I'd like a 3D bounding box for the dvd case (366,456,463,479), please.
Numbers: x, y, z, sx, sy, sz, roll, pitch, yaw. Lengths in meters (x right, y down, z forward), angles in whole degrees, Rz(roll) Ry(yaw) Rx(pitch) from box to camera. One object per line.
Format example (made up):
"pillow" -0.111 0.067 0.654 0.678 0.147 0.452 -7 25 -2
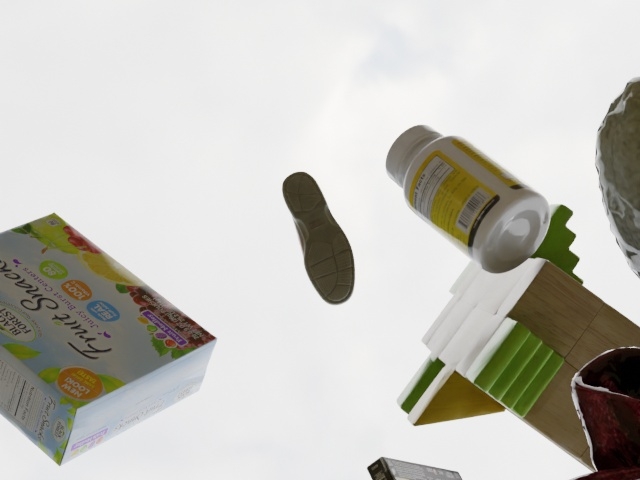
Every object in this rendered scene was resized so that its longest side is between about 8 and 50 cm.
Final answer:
"dvd case" 0.071 0.163 0.746 0.013 0.087 0.119 -38 -118 18

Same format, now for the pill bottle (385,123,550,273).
"pill bottle" 0.098 -0.033 1.050 0.065 0.065 0.116 -41 -129 -8

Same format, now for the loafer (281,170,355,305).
"loafer" 0.000 0.000 1.349 0.045 0.039 0.125 -19 -102 -4

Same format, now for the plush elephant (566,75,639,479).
"plush elephant" 0.139 0.069 0.452 0.272 0.330 0.255 1 -103 53

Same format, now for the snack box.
"snack box" -0.222 0.077 1.289 0.207 0.070 0.174 35 -146 24

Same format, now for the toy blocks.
"toy blocks" 0.220 0.125 1.146 0.261 0.381 0.191 36 -90 -2
